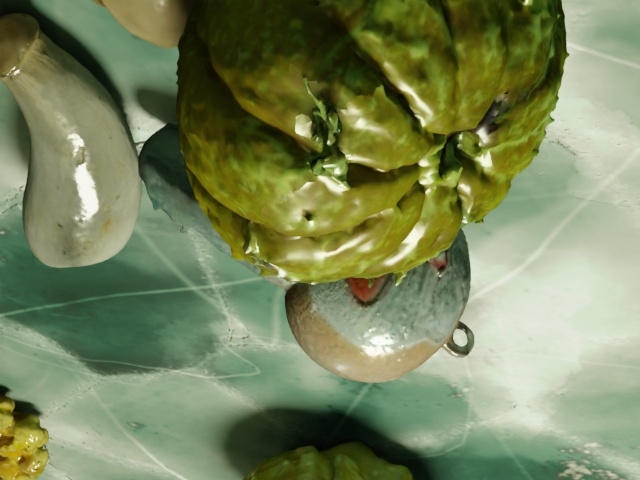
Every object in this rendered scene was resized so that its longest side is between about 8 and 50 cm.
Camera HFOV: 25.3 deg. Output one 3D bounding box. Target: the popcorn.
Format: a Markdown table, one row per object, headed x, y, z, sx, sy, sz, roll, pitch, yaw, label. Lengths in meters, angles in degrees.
| x | y | z | sx | sy | sz | roll | pitch | yaw | label |
| --- | --- | --- | --- | --- | --- | --- | --- | --- | --- |
| 0.011 | 0.362 | 1.689 | 0.282 | 0.247 | 0.282 | -6 | 138 | -5 | popcorn |

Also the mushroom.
| x | y | z | sx | sy | sz | roll | pitch | yaw | label |
| --- | --- | --- | --- | --- | --- | --- | --- | --- | --- |
| -0.220 | -0.084 | 1.254 | 0.118 | 0.103 | 0.270 | 0 | 134 | 3 | mushroom |

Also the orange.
| x | y | z | sx | sy | sz | roll | pitch | yaw | label |
| --- | --- | --- | --- | --- | --- | --- | --- | --- | --- |
| 0.035 | -0.119 | 0.995 | 0.301 | 0.223 | 0.300 | -32 | 150 | -16 | orange |

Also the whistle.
| x | y | z | sx | sy | sz | roll | pitch | yaw | label |
| --- | --- | --- | --- | --- | --- | --- | --- | --- | --- |
| 0.000 | 0.000 | 1.249 | 0.348 | 0.189 | 0.189 | 33 | 141 | -9 | whistle |

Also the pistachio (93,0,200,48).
| x | y | z | sx | sy | sz | roll | pitch | yaw | label |
| --- | --- | --- | --- | --- | --- | --- | --- | --- | --- |
| -0.124 | -0.229 | 1.003 | 0.131 | 0.129 | 0.206 | -31 | 145 | -14 | pistachio |

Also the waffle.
| x | y | z | sx | sy | sz | roll | pitch | yaw | label |
| --- | --- | --- | --- | --- | --- | --- | --- | --- | --- |
| -0.498 | 0.250 | 1.822 | 0.302 | 0.068 | 0.325 | 17 | 143 | -8 | waffle |
